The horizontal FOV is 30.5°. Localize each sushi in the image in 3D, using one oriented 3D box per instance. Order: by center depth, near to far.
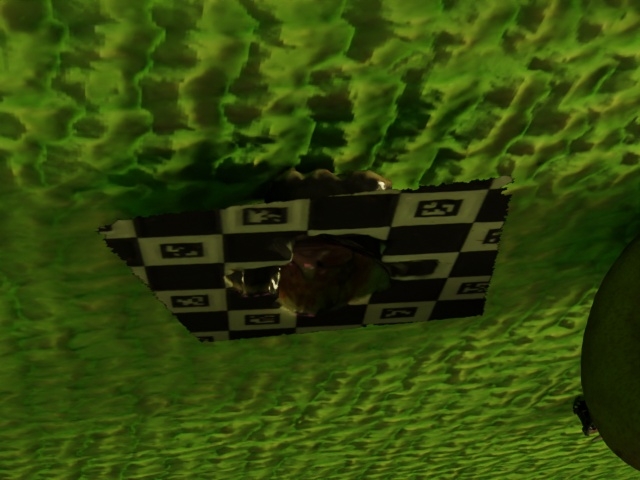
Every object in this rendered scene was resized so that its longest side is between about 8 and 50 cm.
[{"bbox_3d":[0.000,0.000,0.620,0.192,0.040,0.210,-6,159,4],"label":"sushi"}]

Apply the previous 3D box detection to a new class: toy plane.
[{"bbox_3d":[0.270,0.167,1.127,0.049,0.031,0.121,-19,154,-6],"label":"toy plane"}]

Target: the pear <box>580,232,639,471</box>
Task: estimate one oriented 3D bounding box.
[{"bbox_3d":[0.280,0.062,0.697,0.211,0.188,0.228,9,149,-25],"label":"pear"}]
